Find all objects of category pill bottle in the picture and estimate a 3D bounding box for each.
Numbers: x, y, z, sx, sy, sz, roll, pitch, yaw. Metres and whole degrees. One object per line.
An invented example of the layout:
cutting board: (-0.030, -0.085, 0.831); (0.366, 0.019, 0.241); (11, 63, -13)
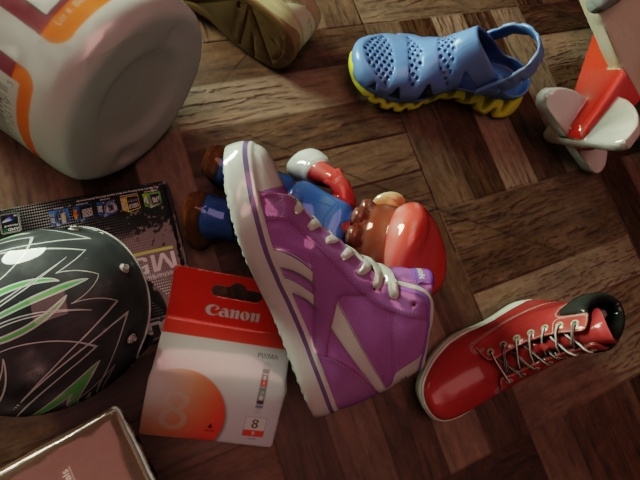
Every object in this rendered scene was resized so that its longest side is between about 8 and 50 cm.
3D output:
pill bottle: (-0.348, -0.264, 0.447); (0.392, 0.224, 0.224); (37, 69, -3)

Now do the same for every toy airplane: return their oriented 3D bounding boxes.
toy airplane: (0.516, -0.294, 0.654); (0.385, 0.272, 0.385); (-15, 98, -32)

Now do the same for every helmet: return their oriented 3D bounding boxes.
helmet: (-0.233, 0.068, 0.370); (0.169, 0.161, 0.170); (3, 76, -14)

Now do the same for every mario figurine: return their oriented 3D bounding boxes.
mario figurine: (0.000, 0.000, 0.542); (0.320, 0.170, 0.198); (19, 109, 2)

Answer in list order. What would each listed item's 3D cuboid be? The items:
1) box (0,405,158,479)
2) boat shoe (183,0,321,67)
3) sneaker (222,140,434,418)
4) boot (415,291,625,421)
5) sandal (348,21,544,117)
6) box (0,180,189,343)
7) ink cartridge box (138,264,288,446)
box: (-0.294, 0.284, 0.285); (0.381, 0.191, 0.143); (-24, 76, -30)
boat shoe: (-0.155, -0.390, 0.596); (0.341, 0.121, 0.110); (37, 64, -13)
sneaker: (0.019, 0.021, 0.417); (0.160, 0.102, 0.282); (-21, 105, 2)
boot: (0.241, 0.138, 0.515); (0.244, 0.176, 0.089); (-29, 85, -19)
sandal: (0.198, -0.273, 0.640); (0.316, 0.138, 0.126); (-4, 78, -14)
box: (-0.248, 0.039, 0.483); (0.190, 0.045, 0.184); (-13, 78, -17)
ink cartridge box: (-0.103, 0.129, 0.458); (0.145, 0.045, 0.180); (12, 102, -12)
